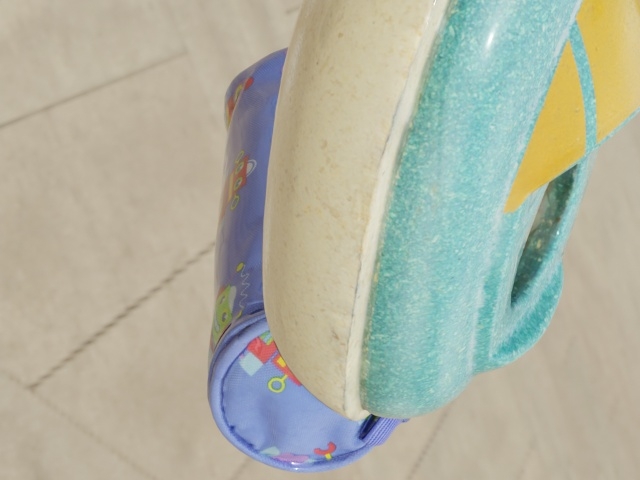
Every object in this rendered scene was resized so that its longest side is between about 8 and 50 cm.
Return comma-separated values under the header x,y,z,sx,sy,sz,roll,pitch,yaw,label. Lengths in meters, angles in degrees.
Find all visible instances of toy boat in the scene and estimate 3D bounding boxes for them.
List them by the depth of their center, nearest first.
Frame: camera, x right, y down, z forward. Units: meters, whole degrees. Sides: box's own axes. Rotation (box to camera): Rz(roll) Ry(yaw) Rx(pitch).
x,y,z,sx,sy,sz,roll,pitch,yaw,label
0.099,-0.080,0.695,0.318,0.148,0.267,-49,155,-45,toy boat

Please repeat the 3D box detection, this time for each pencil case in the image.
x,y,z,sx,sy,sz,roll,pitch,yaw,label
0.000,0.000,1.016,0.133,0.119,0.306,21,35,-15,pencil case
